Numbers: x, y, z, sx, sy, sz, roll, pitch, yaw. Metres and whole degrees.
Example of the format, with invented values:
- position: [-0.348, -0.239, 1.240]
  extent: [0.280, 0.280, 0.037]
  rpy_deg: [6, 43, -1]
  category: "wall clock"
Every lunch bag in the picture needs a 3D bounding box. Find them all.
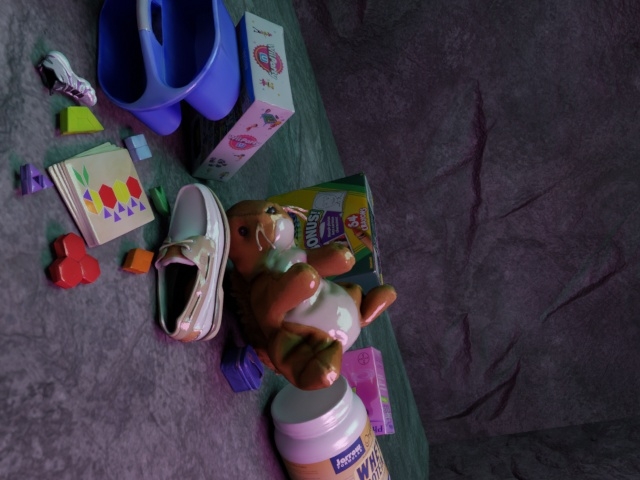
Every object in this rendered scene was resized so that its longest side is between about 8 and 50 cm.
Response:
- position: [-0.161, 0.279, 1.087]
  extent: [0.067, 0.065, 0.099]
  rpy_deg: [-78, 149, -58]
  category: "lunch bag"

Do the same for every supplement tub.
- position: [0.023, 0.502, 1.217]
  extent: [0.228, 0.228, 0.317]
  rpy_deg: [-63, 136, -67]
  category: "supplement tub"

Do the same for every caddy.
- position: [-0.285, -0.369, 0.938]
  extent: [0.179, 0.241, 0.342]
  rpy_deg: [49, 29, -66]
  category: "caddy"

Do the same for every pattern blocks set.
- position: [-0.352, -0.076, 0.826]
  extent: [0.325, 0.026, 0.286]
  rpy_deg: [-31, 106, -74]
  category: "pattern blocks set"

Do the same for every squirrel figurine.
- position: [-0.101, 0.102, 1.089]
  extent: [0.370, 0.397, 0.281]
  rpy_deg: [49, 55, -4]
  category: "squirrel figurine"

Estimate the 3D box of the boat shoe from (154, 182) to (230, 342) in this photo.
- position: [-0.239, 0.033, 0.931]
  extent: [0.103, 0.113, 0.303]
  rpy_deg: [20, 63, -66]
  category: "boat shoe"

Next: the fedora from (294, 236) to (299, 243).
- position: [-0.147, -0.005, 1.300]
  extent: [0.079, 0.194, 0.194]
  rpy_deg: [-65, 161, 2]
  category: "fedora"

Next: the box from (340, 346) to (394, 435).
- position: [0.085, 0.458, 1.493]
  extent: [0.117, 0.213, 0.243]
  rpy_deg: [42, 37, -63]
  category: "box"

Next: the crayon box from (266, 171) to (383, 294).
- position: [0.000, 0.000, 1.433]
  extent: [0.106, 0.312, 0.363]
  rpy_deg: [62, 20, -48]
  category: "crayon box"

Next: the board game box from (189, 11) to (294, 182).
- position: [-0.185, -0.297, 1.102]
  extent: [0.097, 0.303, 0.224]
  rpy_deg: [8, 62, -36]
  category: "board game box"

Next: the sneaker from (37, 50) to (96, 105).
- position: [-0.402, -0.240, 0.793]
  extent: [0.098, 0.038, 0.069]
  rpy_deg: [51, 29, -35]
  category: "sneaker"
